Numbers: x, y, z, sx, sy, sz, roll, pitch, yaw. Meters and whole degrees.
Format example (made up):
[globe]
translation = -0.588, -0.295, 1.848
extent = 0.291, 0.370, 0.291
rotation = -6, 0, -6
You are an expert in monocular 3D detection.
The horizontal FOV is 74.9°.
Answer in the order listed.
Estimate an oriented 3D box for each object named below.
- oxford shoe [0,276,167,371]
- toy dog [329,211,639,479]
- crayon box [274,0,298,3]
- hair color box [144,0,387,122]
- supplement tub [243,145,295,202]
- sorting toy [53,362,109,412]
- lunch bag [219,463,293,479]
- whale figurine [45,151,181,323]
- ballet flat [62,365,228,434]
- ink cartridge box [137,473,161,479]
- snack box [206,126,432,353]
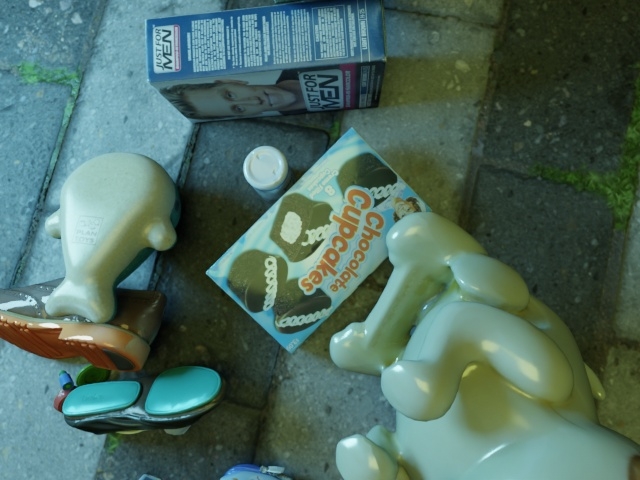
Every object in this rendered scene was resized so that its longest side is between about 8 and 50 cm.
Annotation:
[oxford shoe]
translation = -0.426, 0.118, 0.699
extent = 0.364, 0.130, 0.132
rotation = 9, 51, 12
[toy dog]
translation = 0.203, 0.220, 0.468
extent = 0.395, 0.408, 0.284
rotation = 27, 112, -17
[crayon box]
translation = 0.034, -0.442, 0.664
extent = 0.203, 0.323, 0.083
rotation = -6, 123, 4
[hair color box]
translation = -0.075, -0.279, 0.674
extent = 0.347, 0.174, 0.105
rotation = -3, 85, 4
[supplement tub]
translation = -0.081, -0.106, 0.686
extent = 0.071, 0.107, 0.071
rotation = -1, 84, 5
[sorting toy]
translation = -0.410, 0.238, 0.703
extent = 0.042, 0.061, 0.102
rotation = 30, 77, 41
[lunch bag]
translation = -0.096, 0.499, 0.613
extent = 0.243, 0.115, 0.303
rotation = 18, 86, 9
[whale figurine]
translation = -0.320, -0.002, 0.660
extent = 0.216, 0.141, 0.272
rotation = 5, 69, 8
[ballet flat]
translation = -0.265, 0.261, 0.667
extent = 0.280, 0.095, 0.096
rotation = -8, 127, 13
[ink cartridge box]
translation = -0.308, 0.478, 0.581
extent = 0.045, 0.208, 0.206
rotation = 17, 84, 3
[snack box]
translation = 0.000, 0.000, 0.674
extent = 0.187, 0.060, 0.322
rotation = 45, 88, -5
